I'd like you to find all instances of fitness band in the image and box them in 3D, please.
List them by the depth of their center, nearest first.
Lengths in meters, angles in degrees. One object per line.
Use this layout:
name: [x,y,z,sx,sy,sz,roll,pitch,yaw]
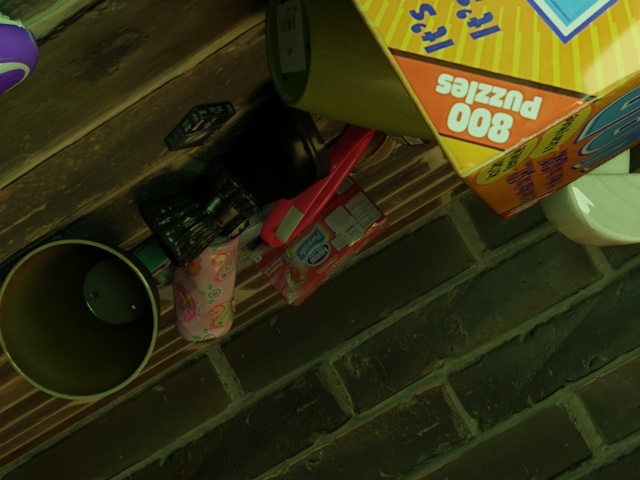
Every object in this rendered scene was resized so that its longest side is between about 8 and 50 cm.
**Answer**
fitness band: [-0.006,-0.099,1.649,0.291,0.054,0.209,-53,176,31]

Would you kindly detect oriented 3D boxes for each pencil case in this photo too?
pencil case: [-0.201,0.059,1.659,0.124,0.124,0.284,-25,145,-28]

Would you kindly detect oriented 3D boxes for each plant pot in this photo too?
plant pot: [0.098,-0.226,1.023,0.293,0.275,0.275,-7,163,-21]
plant pot: [-0.352,0.099,1.476,0.237,0.237,0.254,-31,-174,5]

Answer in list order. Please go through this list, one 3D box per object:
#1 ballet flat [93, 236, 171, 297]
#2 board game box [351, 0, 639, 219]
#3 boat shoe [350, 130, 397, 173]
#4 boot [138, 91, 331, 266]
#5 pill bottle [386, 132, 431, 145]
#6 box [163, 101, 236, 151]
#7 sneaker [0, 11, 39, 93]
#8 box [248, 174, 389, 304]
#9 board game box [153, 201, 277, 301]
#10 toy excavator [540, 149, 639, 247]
ballet flat: [-0.346,0.067,1.686,0.221,0.077,0.079,-35,174,7]
board game box: [0.177,-0.264,0.636,0.356,0.357,0.356,-32,170,11]
boat shoe: [0.078,-0.170,1.754,0.072,0.068,0.190,-11,163,-29]
boot: [-0.132,-0.080,1.365,0.260,0.131,0.348,-27,171,-15]
pill bottle: [0.140,-0.220,1.458,0.130,0.131,0.245,-31,171,10]
box: [-0.160,-0.152,1.245,0.083,0.018,0.067,-37,169,39]
sneaker: [-0.344,-0.068,0.734,0.293,0.146,0.102,-27,170,-15]
box: [0.000,0.000,1.834,0.257,0.128,0.122,-42,170,1]
board game box: [-0.195,0.015,1.879,0.318,0.066,0.318,-31,170,3]
toy excavator: [0.334,-0.265,0.880,0.445,0.433,0.222,-28,180,-7]
